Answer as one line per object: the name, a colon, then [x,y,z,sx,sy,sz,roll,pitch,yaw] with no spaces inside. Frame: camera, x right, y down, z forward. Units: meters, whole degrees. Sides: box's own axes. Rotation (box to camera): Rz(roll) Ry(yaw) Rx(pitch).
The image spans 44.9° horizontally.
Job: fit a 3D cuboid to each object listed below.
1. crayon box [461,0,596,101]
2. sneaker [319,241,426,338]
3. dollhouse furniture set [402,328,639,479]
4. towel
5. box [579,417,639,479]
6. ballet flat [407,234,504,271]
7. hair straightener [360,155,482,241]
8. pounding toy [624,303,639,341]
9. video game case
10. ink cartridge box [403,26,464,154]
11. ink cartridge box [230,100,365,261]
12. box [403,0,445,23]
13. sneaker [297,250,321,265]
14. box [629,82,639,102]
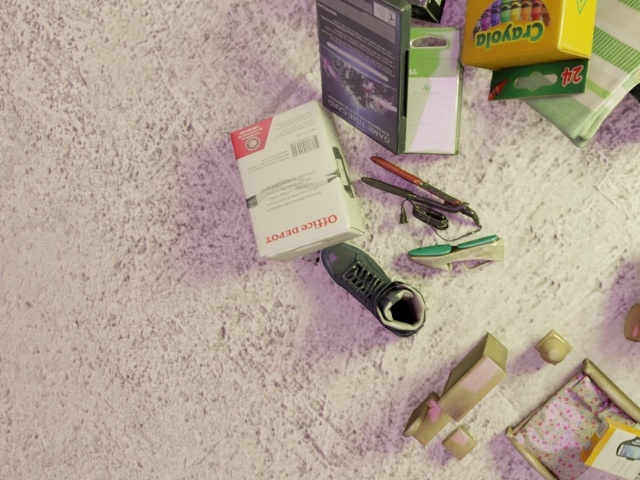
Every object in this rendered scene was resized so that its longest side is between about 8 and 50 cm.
crayon box: [0.322,-0.381,1.186,0.202,0.081,0.318,7,93,56]
sneaker: [0.091,0.076,1.326,0.226,0.163,0.086,42,86,5]
dollhouse furniture set: [0.359,0.341,1.281,0.355,0.174,0.303,44,106,7]
towel: [0.444,-0.317,1.176,0.038,0.247,0.325,30,109,-34]
box: [0.497,0.342,1.246,0.136,0.028,0.081,21,110,-13]
ballet flat: [0.235,0.031,1.344,0.168,0.057,0.052,-10,103,17]
hair straightener: [0.173,-0.062,1.361,0.231,0.047,0.089,27,103,7]
pounding toy: [0.610,0.082,1.207,0.270,0.155,0.154,-10,63,48]
video game case: [0.066,-0.288,1.244,0.026,0.274,0.196,-34,54,-23]
ink cartridge box: [0.184,-0.251,1.319,0.109,0.062,0.209,4,97,17]
ink cartridge box: [-0.040,-0.098,1.356,0.172,0.100,0.237,-19,76,17]
box: [0.122,-0.428,1.268,0.158,0.156,0.093,17,100,14]
sneaker: [0.000,0.000,1.417,0.069,0.038,0.098,26,111,9]
box: [0.580,-0.273,1.159,0.108,0.153,0.207,44,107,6]
